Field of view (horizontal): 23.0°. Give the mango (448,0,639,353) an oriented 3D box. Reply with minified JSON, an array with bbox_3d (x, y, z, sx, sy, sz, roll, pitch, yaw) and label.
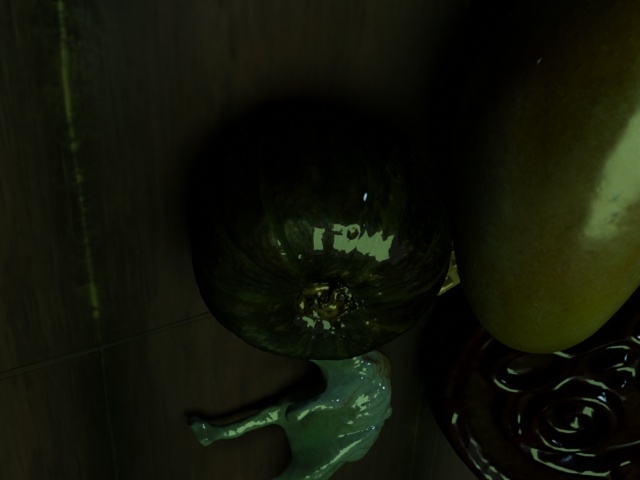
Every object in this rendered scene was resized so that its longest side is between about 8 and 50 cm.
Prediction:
[{"bbox_3d":[0.205,-0.063,1.280,0.199,0.221,0.384,1,129,-18],"label":"mango"}]

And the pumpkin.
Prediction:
[{"bbox_3d":[0.000,0.000,1.287,0.224,0.157,0.223,-2,134,-2],"label":"pumpkin"}]

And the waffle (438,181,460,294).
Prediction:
[{"bbox_3d":[0.144,-0.020,1.442,0.148,0.042,0.102,-32,142,4],"label":"waffle"}]

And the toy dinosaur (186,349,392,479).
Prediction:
[{"bbox_3d":[-0.015,0.201,1.561,0.205,0.092,0.393,-25,134,-14],"label":"toy dinosaur"}]

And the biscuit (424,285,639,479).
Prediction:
[{"bbox_3d":[0.309,0.141,1.565,0.407,0.091,0.407,0,129,0],"label":"biscuit"}]
